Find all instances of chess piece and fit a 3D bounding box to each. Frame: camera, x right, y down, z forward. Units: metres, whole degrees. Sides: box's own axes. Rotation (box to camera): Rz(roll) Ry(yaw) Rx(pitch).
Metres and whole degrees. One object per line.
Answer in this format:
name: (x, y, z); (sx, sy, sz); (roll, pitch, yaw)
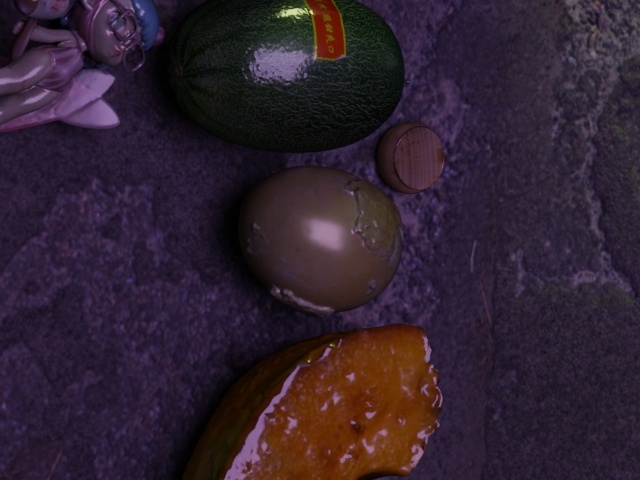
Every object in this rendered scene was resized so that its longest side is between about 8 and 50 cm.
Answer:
chess piece: (0.104, -0.095, 2.137); (0.083, 0.038, 0.084); (0, 90, -34)

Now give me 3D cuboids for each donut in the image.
donut: (-0.003, 0.311, 2.014); (0.377, 0.163, 0.435); (-20, 105, -30)

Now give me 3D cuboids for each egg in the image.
egg: (0.001, -0.004, 1.996); (0.201, 0.164, 0.164); (22, 80, -40)

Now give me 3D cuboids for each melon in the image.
melon: (-0.025, -0.181, 1.960); (0.287, 0.182, 0.182); (3, 91, -35)

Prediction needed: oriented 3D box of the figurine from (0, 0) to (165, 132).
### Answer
figurine: (-0.274, -0.198, 1.830); (0.260, 0.103, 0.205); (-37, 137, -23)
